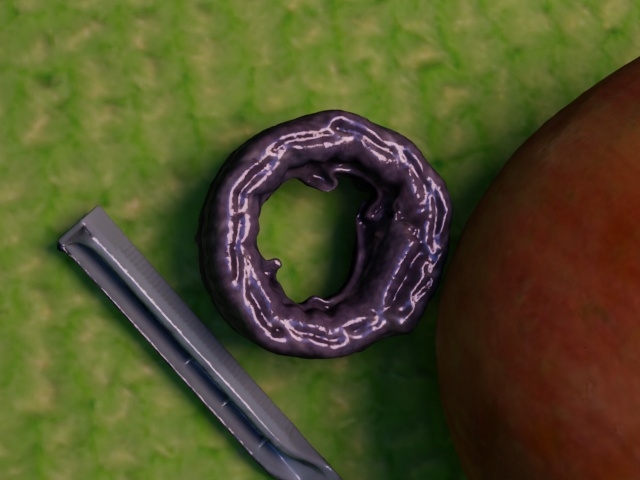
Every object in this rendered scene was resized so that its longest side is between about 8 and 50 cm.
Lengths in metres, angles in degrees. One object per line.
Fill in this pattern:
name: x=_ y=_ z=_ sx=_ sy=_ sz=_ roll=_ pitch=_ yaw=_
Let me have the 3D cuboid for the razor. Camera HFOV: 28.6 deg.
razor: x=-0.057 y=0.094 z=0.764 sx=0.111 sy=0.056 sz=0.278 roll=-37 pitch=91 yaw=24

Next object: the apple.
apple: x=0.268 y=0.085 z=0.675 sx=0.391 sy=0.346 sz=0.391 roll=-5 pitch=112 yaw=-13

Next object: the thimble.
thimble: x=0.000 y=-0.003 z=0.753 sx=0.150 sy=0.098 sz=0.150 roll=1 pitch=88 yaw=-12
